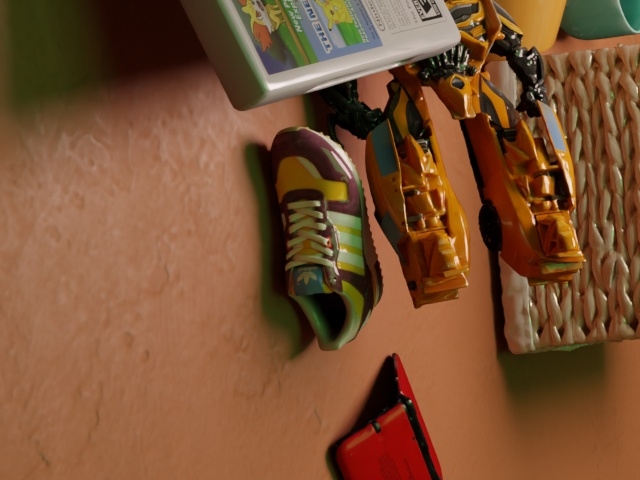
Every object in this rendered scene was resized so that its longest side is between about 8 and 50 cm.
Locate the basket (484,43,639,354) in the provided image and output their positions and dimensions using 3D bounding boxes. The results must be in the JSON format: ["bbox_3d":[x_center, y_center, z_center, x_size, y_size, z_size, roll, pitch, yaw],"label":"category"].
[{"bbox_3d":[0.374,-0.047,1.510,0.331,0.266,0.328,0,86,-59],"label":"basket"}]

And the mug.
[{"bbox_3d":[0.329,-0.293,1.618,0.129,0.097,0.158,-54,131,-46],"label":"mug"}]

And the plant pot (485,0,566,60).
[{"bbox_3d":[0.163,-0.278,1.283,0.205,0.205,0.188,-40,135,-52],"label":"plant pot"}]

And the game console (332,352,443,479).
[{"bbox_3d":[0.063,0.198,1.223,0.124,0.085,0.144,-32,117,-20],"label":"game console"}]

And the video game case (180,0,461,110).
[{"bbox_3d":[-0.043,-0.267,0.993,0.300,0.036,0.329,-25,88,-56],"label":"video game case"}]

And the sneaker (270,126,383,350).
[{"bbox_3d":[0.000,0.000,1.093,0.084,0.069,0.185,-57,131,-51],"label":"sneaker"}]

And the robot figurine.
[{"bbox_3d":[0.115,-0.095,1.146,0.211,0.085,0.291,-9,70,-16],"label":"robot figurine"}]
